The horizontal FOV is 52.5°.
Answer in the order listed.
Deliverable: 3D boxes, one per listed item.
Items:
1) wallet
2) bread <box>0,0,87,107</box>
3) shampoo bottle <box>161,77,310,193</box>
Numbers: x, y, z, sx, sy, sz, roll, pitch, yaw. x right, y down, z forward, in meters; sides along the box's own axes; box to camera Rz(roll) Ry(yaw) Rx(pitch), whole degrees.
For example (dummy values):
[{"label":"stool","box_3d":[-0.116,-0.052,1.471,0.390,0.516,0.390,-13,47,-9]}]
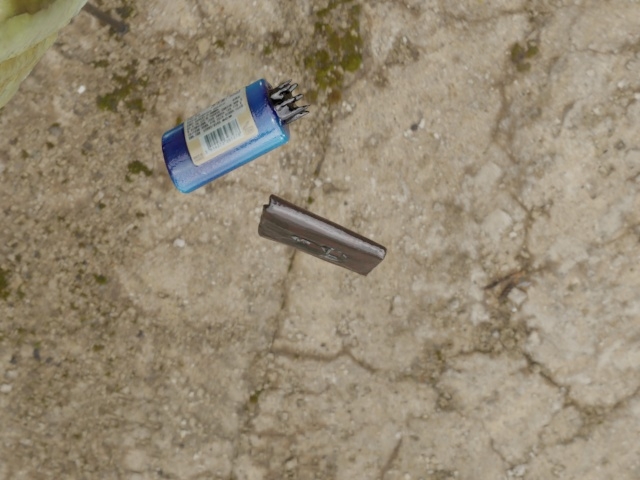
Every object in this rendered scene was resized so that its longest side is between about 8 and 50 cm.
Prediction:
[{"label":"wallet","box_3d":[0.000,0.000,1.166,0.229,0.049,0.182,22,162,-2]},{"label":"bread","box_3d":[-0.524,-0.299,0.910,0.210,0.341,0.300,39,126,-17]},{"label":"shampoo bottle","box_3d":[-0.100,-0.130,0.766,0.183,0.087,0.050,-25,159,16]}]
